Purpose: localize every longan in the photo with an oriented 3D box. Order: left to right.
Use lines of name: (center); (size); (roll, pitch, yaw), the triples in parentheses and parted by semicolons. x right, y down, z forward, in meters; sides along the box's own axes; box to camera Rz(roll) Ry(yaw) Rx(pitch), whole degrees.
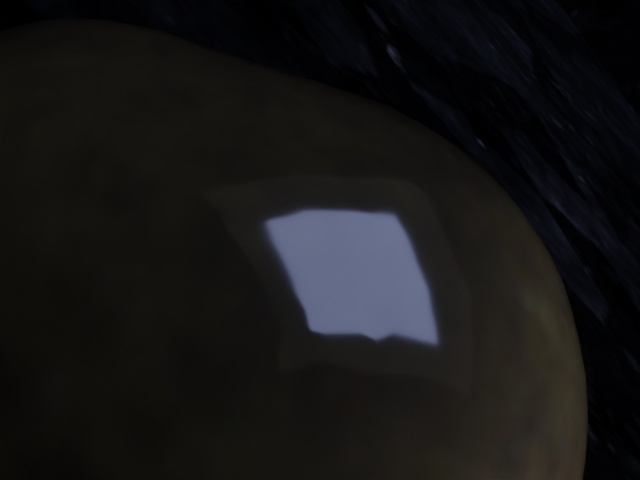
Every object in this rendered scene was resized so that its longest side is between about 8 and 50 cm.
longan: (-0.057, 0.064, 0.644); (0.319, 0.319, 0.319); (43, 21, -20)
